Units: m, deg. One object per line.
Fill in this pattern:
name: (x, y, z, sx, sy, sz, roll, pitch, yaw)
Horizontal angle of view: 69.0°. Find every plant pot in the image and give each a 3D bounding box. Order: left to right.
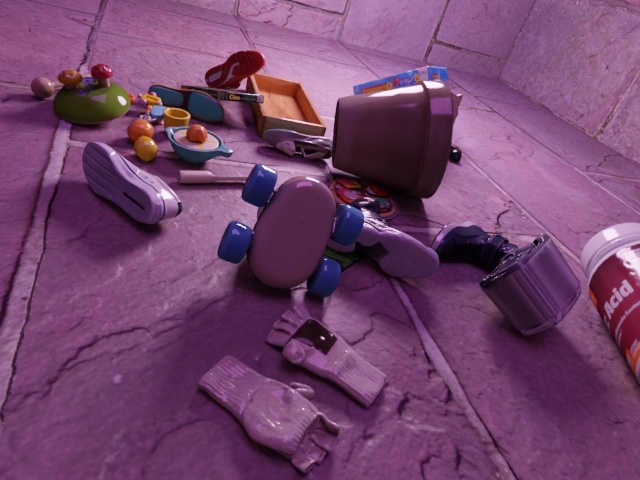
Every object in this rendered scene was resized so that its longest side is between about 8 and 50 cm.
plant pot: (0.178, -0.285, 1.290, 0.281, 0.323, 0.323, 4, 34, -2)

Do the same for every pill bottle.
pill bottle: (0.724, 0.137, 0.997, 0.224, 0.224, 0.392, 17, 33, -3)

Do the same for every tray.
tray: (-0.129, -0.451, 1.570, 0.203, 0.076, 0.410, 6, 36, -20)

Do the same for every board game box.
board game box: (-0.310, -0.457, 1.451, 0.260, 0.030, 0.136, 22, 22, 40)
board game box: (0.328, -0.613, 1.861, 0.302, 0.086, 0.308, -5, 15, 28)

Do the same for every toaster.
toaster: (0.440, 0.095, 0.972, 0.227, 0.129, 0.146, -29, 80, -42)

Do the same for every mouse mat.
mouse mat: (0.000, 0.000, 1.031, 0.190, 0.007, 0.153, 35, 36, 21)

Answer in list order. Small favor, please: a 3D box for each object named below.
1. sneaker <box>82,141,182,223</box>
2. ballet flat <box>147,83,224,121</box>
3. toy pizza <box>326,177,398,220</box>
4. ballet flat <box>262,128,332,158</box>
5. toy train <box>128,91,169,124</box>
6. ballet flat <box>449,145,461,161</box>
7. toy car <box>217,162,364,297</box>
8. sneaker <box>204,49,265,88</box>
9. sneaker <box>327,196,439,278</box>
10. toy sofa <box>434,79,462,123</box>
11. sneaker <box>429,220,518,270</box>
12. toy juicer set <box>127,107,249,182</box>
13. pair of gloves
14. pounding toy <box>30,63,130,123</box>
sneaker: (-0.385, -0.113, 0.944, 0.258, 0.094, 0.091, 40, 20, 22)
ballet flat: (-0.390, -0.415, 1.384, 0.233, 0.080, 0.073, 19, 18, -3)
toy pizza: (0.114, -0.120, 1.241, 0.202, 0.032, 0.201, 14, 33, -9)
ballet flat: (-0.063, -0.276, 1.354, 0.213, 0.072, 0.068, 4, 66, -17)
toy train: (-0.490, -0.358, 1.279, 0.125, 0.046, 0.166, -29, 58, -35)
ballet flat: (0.465, -0.345, 1.755, 0.058, 0.049, 0.173, -21, 40, -16)
toy car: (-0.073, -0.025, 0.917, 0.219, 0.210, 0.238, 23, 1, -18)
sneaker: (-0.278, -0.585, 1.601, 0.221, 0.086, 0.128, -12, 9, 15)
sneaker: (0.137, -0.018, 1.026, 0.269, 0.101, 0.153, 21, 35, 7)
toy sofa: (0.384, -0.482, 1.696, 0.150, 0.177, 0.363, 22, 18, 25)
sneaker: (0.371, 0.026, 1.107, 0.226, 0.086, 0.163, -16, 44, -43)
toy juicer set: (-0.333, -0.233, 1.129, 0.329, 0.089, 0.209, 37, 37, 25)
pair of gloves: (-0.030, 0.202, 0.686, 0.204, 0.042, 0.240, 35, 37, 22)
pounding toy: (-0.606, -0.400, 1.183, 0.237, 0.110, 0.183, 30, 48, 21)
